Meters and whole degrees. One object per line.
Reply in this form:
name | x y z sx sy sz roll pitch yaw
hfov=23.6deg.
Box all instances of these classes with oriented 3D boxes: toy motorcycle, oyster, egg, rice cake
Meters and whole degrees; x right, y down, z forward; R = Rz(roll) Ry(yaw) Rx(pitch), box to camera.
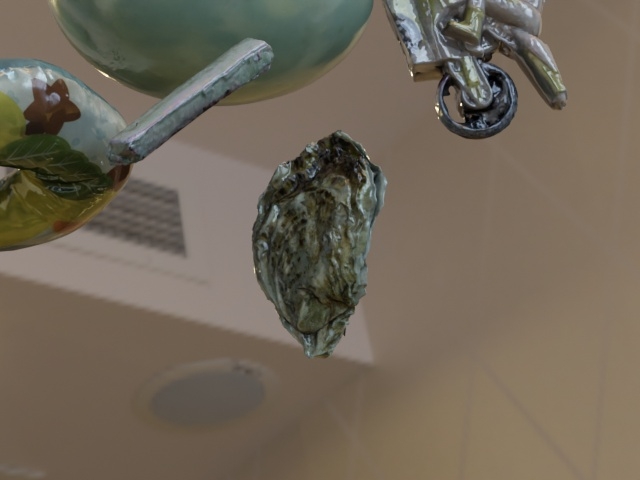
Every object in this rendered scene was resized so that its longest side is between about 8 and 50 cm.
toy motorcycle | 0.180 -0.286 1.800 0.223 0.340 0.108 -23 -17 -3
oyster | 0.000 0.000 1.278 0.064 0.125 0.177 9 -68 -46
egg | -0.120 -0.289 1.728 0.389 0.276 0.276 3 -36 -28
rice cake | -0.117 -0.128 1.401 0.033 0.208 0.033 15 -47 37

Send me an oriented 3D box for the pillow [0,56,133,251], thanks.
pillow | -0.285 -0.073 1.412 0.214 0.086 0.233 -30 -33 9
